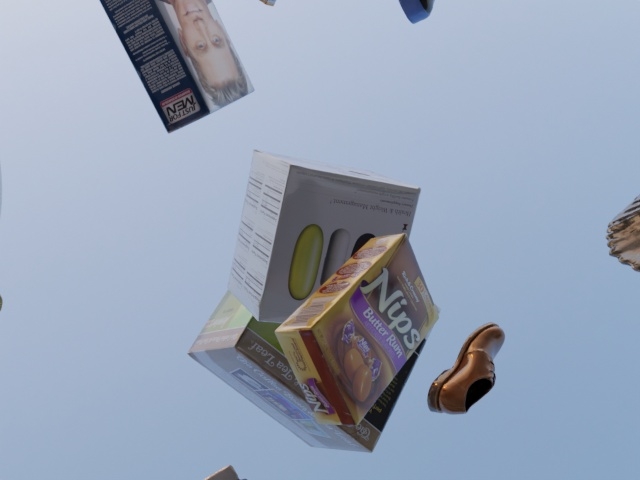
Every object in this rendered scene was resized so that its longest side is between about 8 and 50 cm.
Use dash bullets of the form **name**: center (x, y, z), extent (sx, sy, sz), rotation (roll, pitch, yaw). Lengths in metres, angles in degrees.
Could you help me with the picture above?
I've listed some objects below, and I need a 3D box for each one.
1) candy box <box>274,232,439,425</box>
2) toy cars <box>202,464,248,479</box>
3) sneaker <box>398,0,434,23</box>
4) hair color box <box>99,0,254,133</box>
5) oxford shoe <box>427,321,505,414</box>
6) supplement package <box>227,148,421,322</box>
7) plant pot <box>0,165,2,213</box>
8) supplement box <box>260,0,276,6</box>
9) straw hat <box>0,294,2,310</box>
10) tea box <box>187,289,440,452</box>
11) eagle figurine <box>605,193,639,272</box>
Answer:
- **candy box**: center (0.044, 0.083, 0.747), extent (0.186, 0.053, 0.109), rotation (-43, -65, -46)
- **toy cars**: center (-0.027, 0.478, 1.120), extent (0.393, 0.087, 0.177), rotation (18, -127, 3)
- **sneaker**: center (0.152, -0.414, 1.022), extent (0.090, 0.081, 0.232), rotation (-7, -106, 32)
- **hair color box**: center (-0.260, -0.377, 1.265), extent (0.105, 0.174, 0.347), rotation (-17, -74, 30)
- **oxford shoe**: center (0.261, 0.214, 1.223), extent (0.076, 0.076, 0.212), rotation (5, -143, 40)
- **supplement package**: center (0.000, 0.000, 1.012), extent (0.194, 0.149, 0.203), rotation (8, -79, -25)
- **plant pot**: center (-0.424, -0.038, 0.717), extent (0.274, 0.293, 0.275), rotation (17, -117, -37)
- **supplement box**: center (-0.112, -0.569, 1.619), extent (0.062, 0.036, 0.098), rotation (36, -67, 18)
- **straw hat**: center (-0.462, 0.082, 0.997), extent (0.144, 0.061, 0.145), rotation (-20, -130, 25)
- **tea box**: center (-0.006, 0.170, 1.400), extent (0.329, 0.220, 0.324), rotation (42, -120, -18)
- **eagle figurine**: center (0.433, -0.046, 0.718), extent (0.225, 0.298, 0.226), rotation (17, -88, 47)
